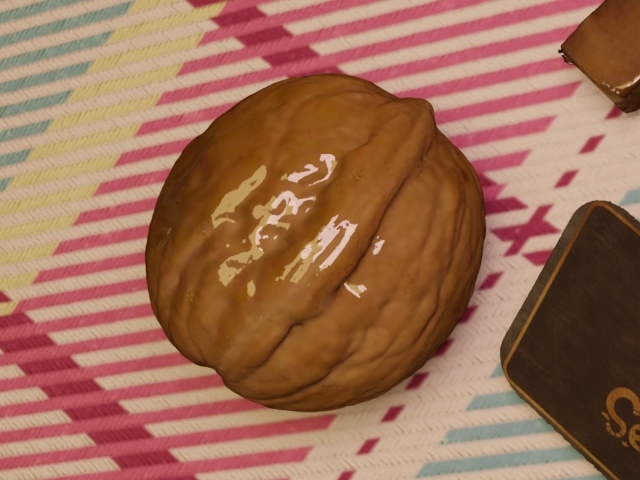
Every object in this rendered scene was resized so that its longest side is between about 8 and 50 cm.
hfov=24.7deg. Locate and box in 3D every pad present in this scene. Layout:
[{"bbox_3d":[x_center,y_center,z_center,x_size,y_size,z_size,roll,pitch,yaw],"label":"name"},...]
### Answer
[{"bbox_3d":[0.290,0.185,1.246,0.375,0.063,0.315,43,137,24],"label":"pad"}]

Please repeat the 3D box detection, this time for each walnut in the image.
[{"bbox_3d":[0.000,0.000,1.384,0.332,0.333,0.333,-4,79,24],"label":"walnut"}]

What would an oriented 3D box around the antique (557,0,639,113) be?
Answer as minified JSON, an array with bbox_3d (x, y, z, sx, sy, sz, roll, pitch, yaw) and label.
[{"bbox_3d":[0.365,-0.252,1.362,0.310,0.093,0.087,-46,66,11],"label":"antique"}]
